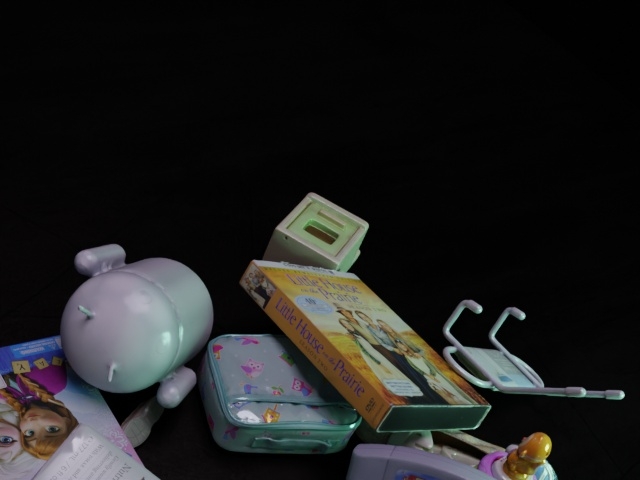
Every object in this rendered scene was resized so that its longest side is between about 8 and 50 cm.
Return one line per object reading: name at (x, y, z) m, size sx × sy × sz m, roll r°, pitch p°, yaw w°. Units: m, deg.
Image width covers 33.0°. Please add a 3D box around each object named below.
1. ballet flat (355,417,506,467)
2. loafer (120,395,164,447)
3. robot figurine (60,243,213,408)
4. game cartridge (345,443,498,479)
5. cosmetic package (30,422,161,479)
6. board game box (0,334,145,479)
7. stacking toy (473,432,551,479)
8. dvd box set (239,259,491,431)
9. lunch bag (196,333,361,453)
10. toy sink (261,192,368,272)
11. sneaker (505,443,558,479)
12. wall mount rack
ballet flat at (0.212, 0.375, 1.922) m, size 0.316 × 0.107 × 0.106 m, roll 17°, pitch 14°, yaw -7°
loafer at (-0.306, 0.306, 1.801) m, size 0.045 × 0.039 × 0.125 m, roll 64°, pitch 33°, yaw -18°
robot figurine at (-0.305, 0.140, 1.816) m, size 0.300 × 0.200 × 0.353 m, roll 55°, pitch 14°, yaw 3°
game cartridge at (0.176, 0.439, 1.710) m, size 0.297 × 0.198 × 0.062 m, roll 16°, pitch 21°, yaw 13°
cosmetic package at (-0.249, 0.462, 1.470) m, size 0.385 × 0.156 × 0.217 m, roll 34°, pitch 42°, yaw 3°
board game box at (-0.480, 0.303, 1.674) m, size 0.319 × 0.066 × 0.318 m, roll -11°, pitch 48°, yaw -39°
stacking toy at (0.293, 0.413, 1.763) m, size 0.175 × 0.302 × 0.166 m, roll -14°, pitch 50°, yaw -40°
dvd box set at (0.080, 0.189, 1.973) m, size 0.308 × 0.062 × 0.420 m, roll 11°, pitch 26°, yaw -48°
lunch bag at (-0.066, 0.274, 1.909) m, size 0.279 × 0.108 × 0.224 m, roll 4°, pitch 39°, yaw -25°
toy sink at (0.000, 0.000, 2.281) m, size 0.153 × 0.131 × 0.234 m, roll 30°, pitch 35°, yaw 9°
sneaker at (0.366, 0.447, 1.873) m, size 0.081 × 0.211 × 0.080 m, roll -37°, pitch 23°, yaw -34°
wall mount rack at (0.405, 0.244, 2.098) m, size 0.304 × 0.130 × 0.350 m, roll 44°, pitch 18°, yaw 32°
